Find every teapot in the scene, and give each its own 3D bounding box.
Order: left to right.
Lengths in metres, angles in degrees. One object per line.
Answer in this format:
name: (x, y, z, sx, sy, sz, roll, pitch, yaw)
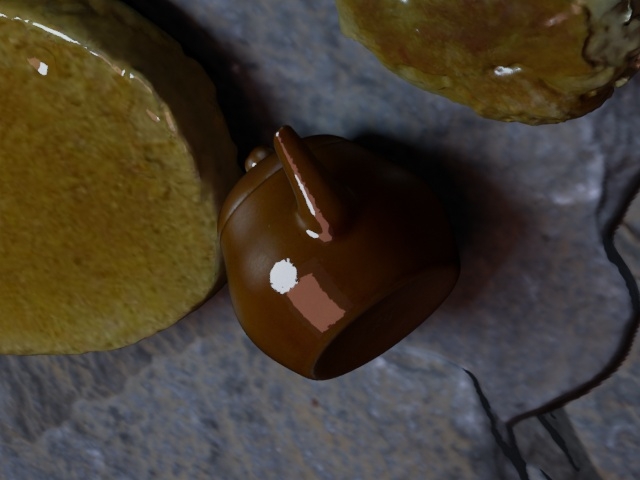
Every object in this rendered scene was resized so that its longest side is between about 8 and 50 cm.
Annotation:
teapot: (0.000, 0.000, 0.900, 0.116, 0.116, 0.173, 25, 163, 12)

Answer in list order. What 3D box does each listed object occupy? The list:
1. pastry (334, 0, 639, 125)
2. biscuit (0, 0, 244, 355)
pastry: (0.069, -0.113, 0.761, 0.153, 0.081, 0.153, 15, 134, 16)
biscuit: (-0.193, -0.060, 0.999, 0.343, 0.057, 0.287, -11, 121, 40)
